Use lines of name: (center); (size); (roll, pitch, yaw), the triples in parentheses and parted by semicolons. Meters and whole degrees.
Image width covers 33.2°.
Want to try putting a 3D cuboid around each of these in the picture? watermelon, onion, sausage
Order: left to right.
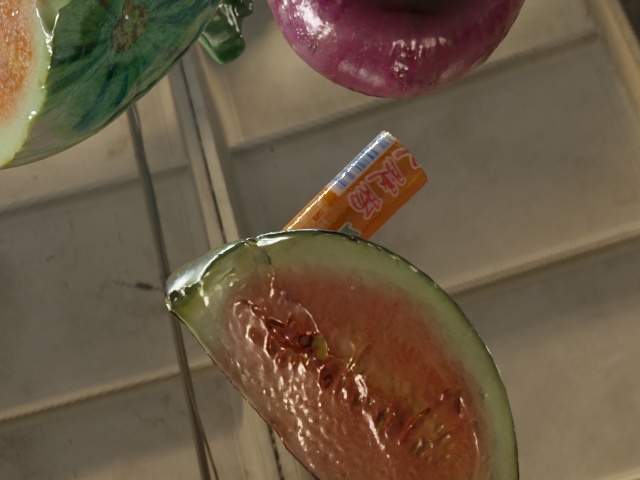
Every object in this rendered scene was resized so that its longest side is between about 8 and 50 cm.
watermelon: (-0.111, -0.110, 0.551); (0.146, 0.128, 0.231); (-17, -158, -33)
sausage: (0.000, 0.000, 1.366); (0.312, 0.093, 0.093); (-45, -108, -6)
watermelon: (0.042, 0.084, 0.719); (0.128, 0.159, 0.303); (-39, -72, 10)
onion: (0.049, -0.182, 0.709); (0.177, 0.153, 0.177); (-1, -92, 19)

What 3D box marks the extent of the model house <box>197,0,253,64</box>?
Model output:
model house: (-0.101, -0.407, 1.289); (0.280, 0.245, 0.312); (-38, -150, 0)
